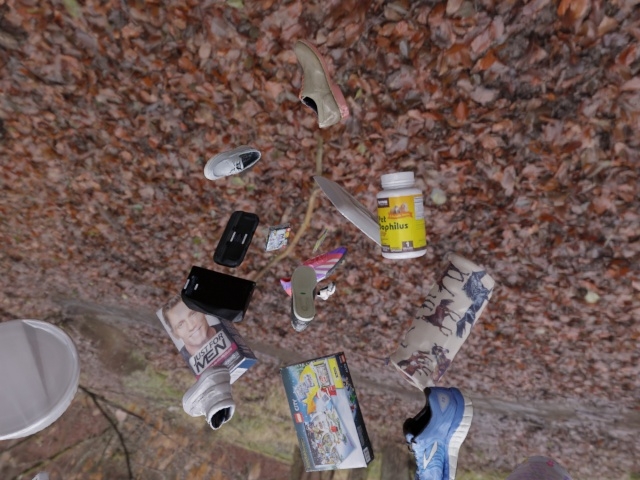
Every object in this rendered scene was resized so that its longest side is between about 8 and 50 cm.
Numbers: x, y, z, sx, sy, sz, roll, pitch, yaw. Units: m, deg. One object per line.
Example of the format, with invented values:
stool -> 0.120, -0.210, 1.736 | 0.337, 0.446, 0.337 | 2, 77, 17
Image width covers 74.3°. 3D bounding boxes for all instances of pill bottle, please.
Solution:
pill bottle -> 0.208, -0.066, 1.093 | 0.117, 0.215, 0.117 | -6, -176, 0

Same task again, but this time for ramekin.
ramekin -> -0.704, 0.330, 0.989 | 0.272, 0.273, 0.127 | 20, 144, -2

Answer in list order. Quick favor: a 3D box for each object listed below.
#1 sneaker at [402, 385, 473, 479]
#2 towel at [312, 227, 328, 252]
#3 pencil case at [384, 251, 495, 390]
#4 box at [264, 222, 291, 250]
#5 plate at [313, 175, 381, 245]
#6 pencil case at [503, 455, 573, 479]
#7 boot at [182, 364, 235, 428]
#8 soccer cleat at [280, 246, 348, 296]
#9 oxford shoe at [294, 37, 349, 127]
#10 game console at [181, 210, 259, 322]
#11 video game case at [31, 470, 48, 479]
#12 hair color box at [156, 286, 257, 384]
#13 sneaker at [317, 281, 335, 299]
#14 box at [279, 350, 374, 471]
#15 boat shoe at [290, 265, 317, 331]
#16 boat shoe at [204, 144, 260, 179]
sneaker -> 0.267, 0.522, 1.072 | 0.147, 0.330, 0.130 | 15, 179, 0
towel -> 0.000, 0.000, 1.318 | 0.009, 0.083, 0.060 | 27, 125, 7
pencil case -> 0.359, 0.235, 1.258 | 0.159, 0.410, 0.183 | 33, 176, -19
box -> -0.179, -0.013, 1.768 | 0.093, 0.027, 0.137 | -13, 146, -26
plate -> 0.118, -0.093, 1.367 | 0.045, 0.278, 0.277 | -46, 123, 11
pencil case -> 0.393, 0.526, 0.834 | 0.273, 0.114, 0.124 | -2, -177, -36
boot -> -0.300, 0.446, 1.129 | 0.095, 0.123, 0.258 | 2, 138, -32
soccer cleat -> -0.025, 0.117, 1.759 | 0.318, 0.108, 0.116 | -41, 96, 11
oxford shoe -> -0.028, -0.556, 1.482 | 0.130, 0.348, 0.123 | -27, 165, -1
game console -> -0.284, 0.067, 1.342 | 0.213, 0.362, 0.044 | 14, 158, 12
video game case -> -0.591, 0.602, 0.868 | 0.022, 0.190, 0.173 | 10, 136, -46
hair color box -> -0.385, 0.321, 1.416 | 0.347, 0.174, 0.105 | 47, 179, 25
sneaker -> 0.023, 0.198, 1.678 | 0.043, 0.040, 0.109 | 22, 132, -18
box -> 0.010, 0.380, 0.940 | 0.159, 0.233, 0.044 | -22, 168, 30
boat shoe -> -0.056, 0.168, 1.286 | 0.083, 0.233, 0.079 | 10, 129, -7
boat shoe -> -0.301, -0.275, 1.478 | 0.081, 0.227, 0.079 | 18, 131, 33
